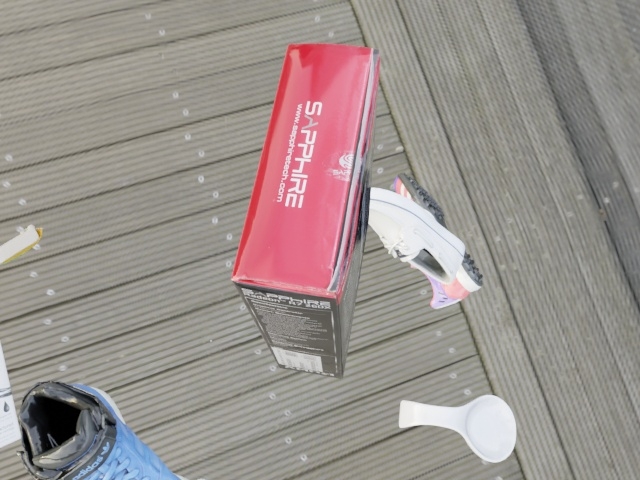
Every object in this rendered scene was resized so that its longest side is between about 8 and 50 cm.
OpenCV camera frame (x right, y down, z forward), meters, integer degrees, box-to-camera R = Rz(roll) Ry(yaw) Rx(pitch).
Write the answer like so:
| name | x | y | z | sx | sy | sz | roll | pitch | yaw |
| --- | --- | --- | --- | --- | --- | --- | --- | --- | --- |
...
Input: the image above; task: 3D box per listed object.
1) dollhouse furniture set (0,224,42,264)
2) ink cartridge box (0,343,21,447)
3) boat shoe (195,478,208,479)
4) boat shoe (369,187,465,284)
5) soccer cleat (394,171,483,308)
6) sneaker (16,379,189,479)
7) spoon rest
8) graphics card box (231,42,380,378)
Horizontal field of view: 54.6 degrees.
| name | x | y | z | sx | sy | sz | roll | pitch | yaw |
| --- | --- | --- | --- | --- | --- | --- | --- | --- | --- |
| dollhouse furniture set | -0.340 | 0.048 | 0.626 | 0.152 | 0.076 | 0.058 | -39 | 107 | -29 |
| ink cartridge box | -0.632 | 0.277 | 1.084 | 0.148 | 0.086 | 0.203 | -18 | 102 | -52 |
| boat shoe | -0.200 | 0.400 | 0.826 | 0.183 | 0.083 | 0.065 | -33 | 123 | -32 |
| boat shoe | 0.158 | -0.004 | 1.100 | 0.258 | 0.095 | 0.084 | 29 | 63 | -23 |
| soccer cleat | 0.217 | -0.007 | 1.310 | 0.116 | 0.109 | 0.318 | -38 | 59 | 21 |
| sneaker | -0.129 | 0.146 | 0.381 | 0.058 | 0.084 | 0.152 | -42 | 69 | -8 |
| spoon rest | 0.301 | 0.381 | 1.289 | 0.277 | 0.084 | 0.137 | 15 | 68 | -21 |
| graphics card box | 0.000 | 0.000 | 0.667 | 0.094 | 0.371 | 0.232 | 8 | 69 | 7 |
